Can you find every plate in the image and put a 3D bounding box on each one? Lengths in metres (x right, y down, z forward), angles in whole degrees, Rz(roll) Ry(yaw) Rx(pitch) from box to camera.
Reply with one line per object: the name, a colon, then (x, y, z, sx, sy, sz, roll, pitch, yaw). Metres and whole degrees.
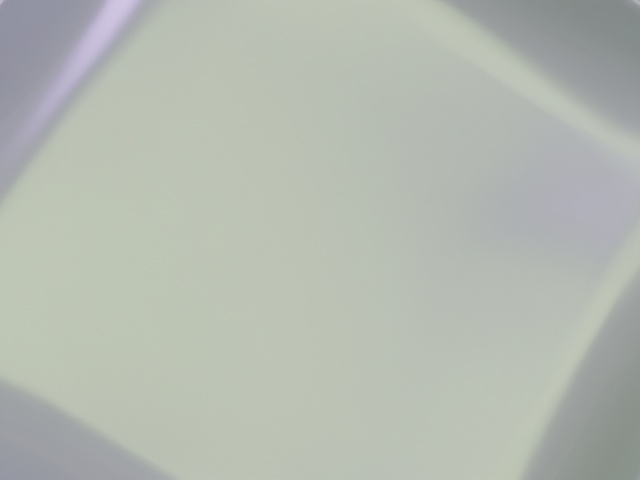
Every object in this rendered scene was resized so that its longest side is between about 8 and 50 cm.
plate: (0.000, 0.000, 0.455, 0.278, 0.045, 0.277, 33, 75, -1)

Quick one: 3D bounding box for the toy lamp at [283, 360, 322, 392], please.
toy lamp: (0.062, -0.050, 0.539, 0.080, 0.080, 0.274, 35, 76, 8)
